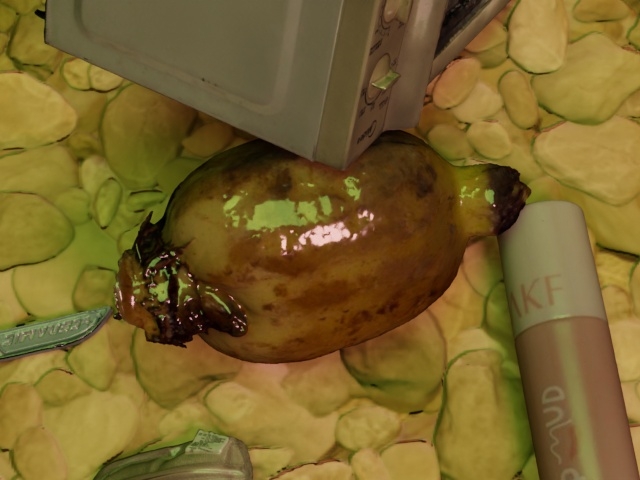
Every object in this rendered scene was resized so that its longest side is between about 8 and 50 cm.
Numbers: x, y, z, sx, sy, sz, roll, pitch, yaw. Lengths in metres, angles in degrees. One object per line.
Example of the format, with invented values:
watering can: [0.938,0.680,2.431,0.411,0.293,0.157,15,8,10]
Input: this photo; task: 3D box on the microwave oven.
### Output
microwave oven: [0.001,-0.259,1.101,0.286,0.218,0.355,26,40,16]

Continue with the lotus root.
lotus root: [0.000,0.000,1.092,0.314,0.169,0.141,-13,36,-6]

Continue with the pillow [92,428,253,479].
pillow: [-0.102,0.236,1.036,0.130,0.038,0.233,-16,47,6]

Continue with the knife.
knife: [-0.263,0.086,1.161,0.210,0.015,0.028,-13,59,-1]

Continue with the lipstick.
lipstick: [0.180,0.098,1.079,0.070,0.070,0.254,-8,65,2]
